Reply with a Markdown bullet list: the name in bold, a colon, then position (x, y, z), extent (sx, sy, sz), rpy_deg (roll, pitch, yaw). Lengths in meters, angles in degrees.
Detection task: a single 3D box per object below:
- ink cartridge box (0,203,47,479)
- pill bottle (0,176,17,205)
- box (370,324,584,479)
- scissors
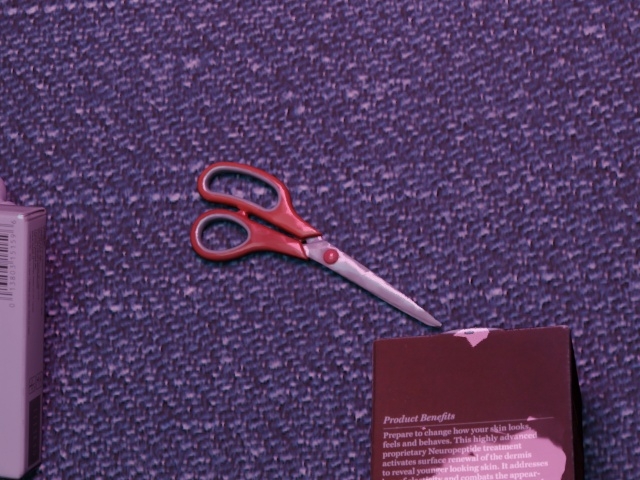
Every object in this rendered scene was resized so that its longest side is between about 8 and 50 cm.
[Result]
- **ink cartridge box**: position (-0.402, 0.095, 1.918), extent (0.239, 0.060, 0.275), rpy_deg (5, 100, 14)
- **pill bottle**: position (-0.398, -0.049, 1.983), extent (0.184, 0.103, 0.103), rpy_deg (35, 85, 18)
- **box**: position (0.145, 0.274, 1.709), extent (0.191, 0.143, 0.381), rpy_deg (-4, 57, 12)
- **scissors**: position (0.000, 0.000, 1.929), extent (0.297, 0.021, 0.109), rpy_deg (17, 78, 17)
